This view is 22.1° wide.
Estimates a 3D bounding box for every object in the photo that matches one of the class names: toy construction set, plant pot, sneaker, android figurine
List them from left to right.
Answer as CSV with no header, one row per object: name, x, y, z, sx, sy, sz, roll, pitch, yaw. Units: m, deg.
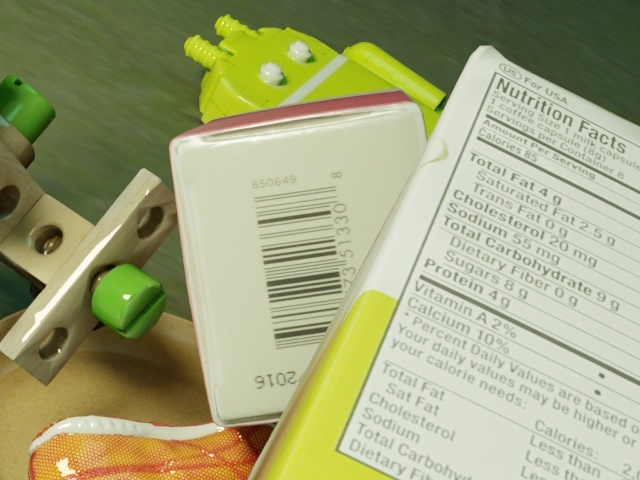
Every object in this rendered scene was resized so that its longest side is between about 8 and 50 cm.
toy construction set,-0.215,-0.021,0.839,0.237,0.257,0.309,38,54,24
plant pot,-0.093,0.122,0.914,0.236,0.032,0.236,20,31,-12
sneaker,-0.064,0.126,0.844,0.175,0.064,0.067,-1,65,-21
android figurine,0.016,-0.093,1.313,0.273,0.056,0.248,34,31,7

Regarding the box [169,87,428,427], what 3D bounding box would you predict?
box,0.000,0.000,0.896,0.126,0.149,0.232,-9,6,2

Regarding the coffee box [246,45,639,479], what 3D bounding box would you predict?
coffee box,0.105,0.200,0.608,0.338,0.338,0.334,26,39,0
